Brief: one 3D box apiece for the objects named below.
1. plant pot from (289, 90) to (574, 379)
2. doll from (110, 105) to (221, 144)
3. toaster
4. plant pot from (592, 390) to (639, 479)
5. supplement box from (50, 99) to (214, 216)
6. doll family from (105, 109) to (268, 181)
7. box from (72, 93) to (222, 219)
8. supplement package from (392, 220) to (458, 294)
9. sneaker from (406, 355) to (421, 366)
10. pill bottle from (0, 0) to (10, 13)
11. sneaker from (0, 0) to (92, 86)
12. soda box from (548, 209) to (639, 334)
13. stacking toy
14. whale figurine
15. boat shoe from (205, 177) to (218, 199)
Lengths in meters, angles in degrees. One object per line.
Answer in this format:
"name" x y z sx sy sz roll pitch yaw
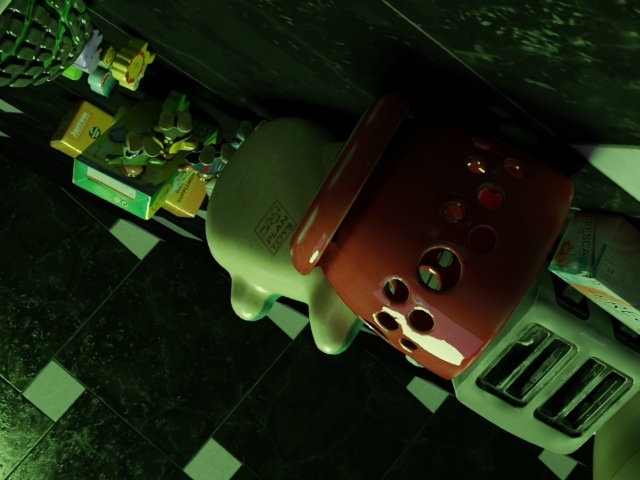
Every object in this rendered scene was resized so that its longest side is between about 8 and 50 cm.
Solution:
"plant pot" 0.080 -0.010 0.921 0.174 0.191 0.191 30 172 -1
"doll" -0.171 -0.121 1.492 0.189 0.046 0.129 18 164 16
"toaster" 0.228 0.114 1.196 0.168 0.185 0.110 31 -154 -18
"plant pot" 0.444 0.300 1.334 0.323 0.323 0.280 28 -164 -11
"supplement box" -0.281 -0.120 1.730 0.233 0.078 0.080 29 171 -21
"doll family" -0.138 -0.101 1.281 0.193 0.076 0.111 10 163 -12
"box" -0.197 -0.107 1.362 0.105 0.179 0.043 26 133 10
"supplement package" 0.103 0.038 1.314 0.244 0.133 0.139 31 170 -27
"sneaker" 0.204 0.182 2.018 0.091 0.094 0.258 29 172 19
"pill bottle" -0.375 -0.256 0.762 0.361 0.204 0.204 21 170 29
"sneaker" -0.363 -0.263 1.064 0.344 0.134 0.146 28 -163 -34
"soda box" 0.288 0.043 1.024 0.183 0.063 0.058 32 170 -31
"stacking toy" -0.247 -0.192 1.276 0.167 0.052 0.221 25 172 12
"whale figurine" 0.000 0.000 1.129 0.141 0.216 0.272 24 -161 -41
"boat shoe" -0.092 -0.018 1.756 0.227 0.081 0.079 32 170 -35
